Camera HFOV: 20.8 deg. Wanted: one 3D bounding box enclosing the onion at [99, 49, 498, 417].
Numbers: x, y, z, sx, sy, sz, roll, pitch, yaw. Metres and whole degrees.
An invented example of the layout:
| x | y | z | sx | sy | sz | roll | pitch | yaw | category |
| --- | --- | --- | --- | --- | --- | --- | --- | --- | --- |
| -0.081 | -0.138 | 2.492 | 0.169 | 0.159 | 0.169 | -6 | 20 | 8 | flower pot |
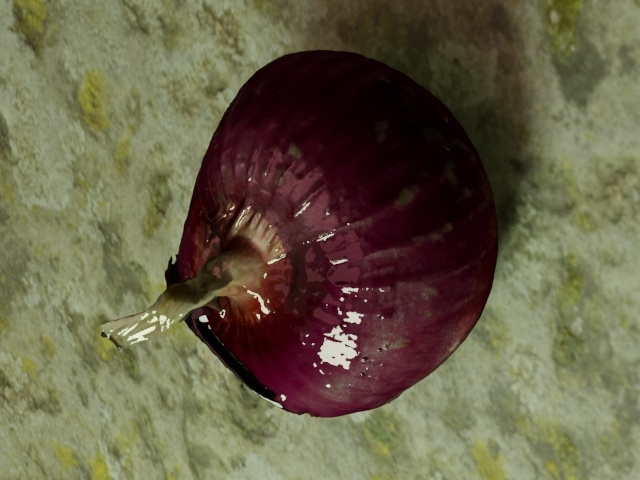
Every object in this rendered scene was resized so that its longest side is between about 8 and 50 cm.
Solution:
| x | y | z | sx | sy | sz | roll | pitch | yaw | category |
| --- | --- | --- | --- | --- | --- | --- | --- | --- | --- |
| 0.022 | -0.014 | 1.353 | 0.256 | 0.272 | 0.230 | 31 | 127 | -9 | onion |
